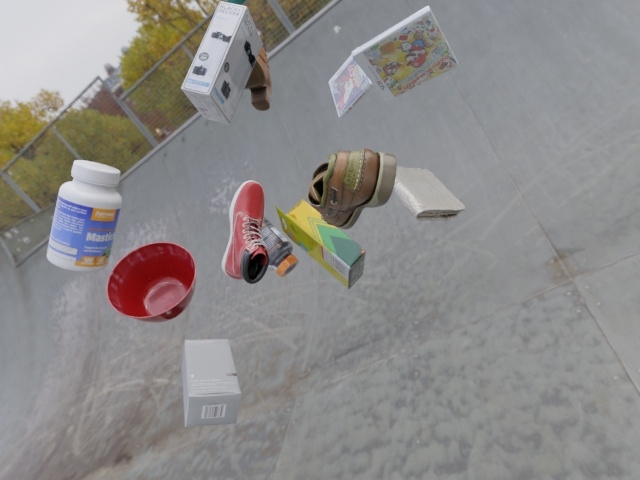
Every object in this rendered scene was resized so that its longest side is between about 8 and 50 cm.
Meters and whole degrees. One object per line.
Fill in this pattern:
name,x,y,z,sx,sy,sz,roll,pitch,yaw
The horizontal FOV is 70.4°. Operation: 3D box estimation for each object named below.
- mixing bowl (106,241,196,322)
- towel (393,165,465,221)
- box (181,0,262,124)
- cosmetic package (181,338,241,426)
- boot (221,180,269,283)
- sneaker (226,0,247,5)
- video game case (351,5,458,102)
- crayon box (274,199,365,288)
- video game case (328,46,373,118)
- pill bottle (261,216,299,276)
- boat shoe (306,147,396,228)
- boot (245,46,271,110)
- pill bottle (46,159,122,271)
mixing bowl,-0.339,0.104,0.955,0.182,0.098,0.181,-2,53,3
towel,0.275,-0.131,1.235,0.282,0.187,0.049,-3,-43,-49
box,-0.275,-0.506,1.305,0.169,0.087,0.289,61,-133,-72
cosmetic package,-0.283,0.353,1.154,0.127,0.107,0.238,3,22,-22
boot,-0.155,-0.024,1.060,0.176,0.089,0.244,3,82,61
sneaker,-0.251,-0.907,1.430,0.121,0.108,0.301,-76,1,-82
video game case,0.234,-0.498,1.245,0.227,0.206,0.026,-22,55,28
crayon box,0.000,0.000,1.460,0.081,0.319,0.202,-45,-18,-16
video game case,0.110,-0.587,1.693,0.183,0.023,0.201,-40,51,39
pill bottle,-0.188,0.017,1.615,0.130,0.245,0.130,-42,-14,-13
boat shoe,0.030,-0.093,0.782,0.307,0.105,0.110,138,140,-74
boot,-0.227,-0.615,1.569,0.109,0.220,0.283,-7,-17,11
pill bottle,-0.618,-0.067,1.203,0.152,0.153,0.271,-117,44,-73
